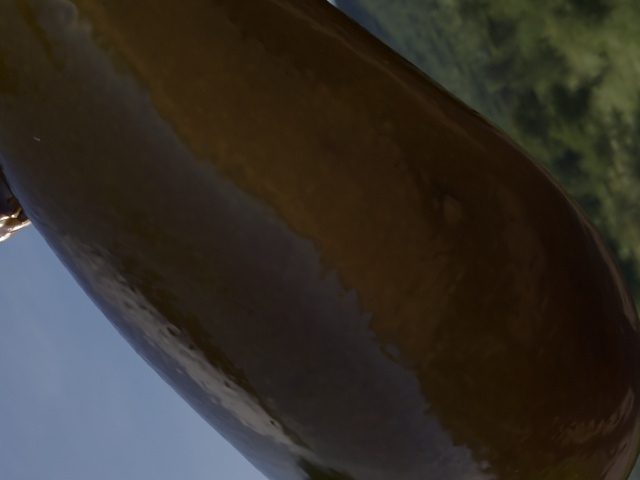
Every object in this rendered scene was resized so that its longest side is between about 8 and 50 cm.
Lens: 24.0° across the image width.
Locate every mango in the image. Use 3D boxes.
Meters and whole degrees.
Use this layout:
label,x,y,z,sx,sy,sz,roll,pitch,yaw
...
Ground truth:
label,x,y,z,sx,sy,sz,roll,pitch,yaw
mango,0.000,0.000,0.404,0.253,0.113,0.138,45,173,-25

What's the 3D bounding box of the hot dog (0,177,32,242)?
label,x,y,z,sx,sy,sz,roll,pitch,yaw
hot dog,-0.128,-0.090,0.512,0.175,0.259,0.114,37,-168,-46
